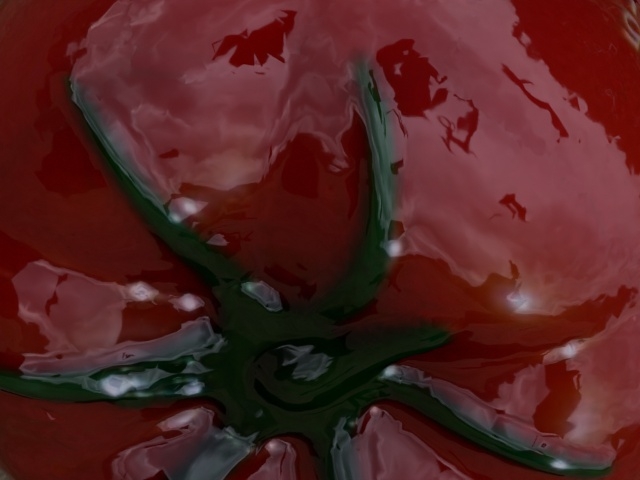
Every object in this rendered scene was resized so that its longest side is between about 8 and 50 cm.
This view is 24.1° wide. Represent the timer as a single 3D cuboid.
[{"bbox_3d":[0.000,0.000,0.720,0.378,0.378,0.279,32,30,-9],"label":"timer"}]
